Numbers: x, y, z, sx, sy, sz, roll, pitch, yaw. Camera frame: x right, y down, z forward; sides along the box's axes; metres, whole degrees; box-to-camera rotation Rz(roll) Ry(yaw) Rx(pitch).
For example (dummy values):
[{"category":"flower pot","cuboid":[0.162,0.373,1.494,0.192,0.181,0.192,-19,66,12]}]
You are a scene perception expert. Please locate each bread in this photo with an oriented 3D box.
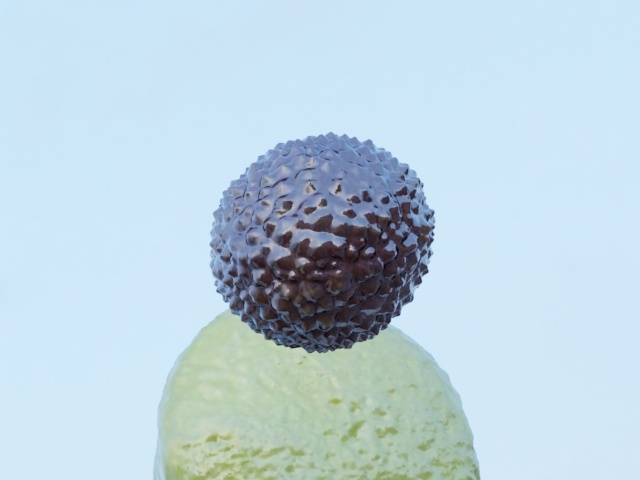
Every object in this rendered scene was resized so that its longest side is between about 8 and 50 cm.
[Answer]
[{"category":"bread","cuboid":[-0.023,0.265,1.746,0.348,0.348,0.308,2,-37,-15]}]

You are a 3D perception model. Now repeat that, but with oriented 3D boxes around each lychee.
[{"category":"lychee","cuboid":[0.000,0.000,1.299,0.188,0.188,0.188,-5,-27,-2]}]
